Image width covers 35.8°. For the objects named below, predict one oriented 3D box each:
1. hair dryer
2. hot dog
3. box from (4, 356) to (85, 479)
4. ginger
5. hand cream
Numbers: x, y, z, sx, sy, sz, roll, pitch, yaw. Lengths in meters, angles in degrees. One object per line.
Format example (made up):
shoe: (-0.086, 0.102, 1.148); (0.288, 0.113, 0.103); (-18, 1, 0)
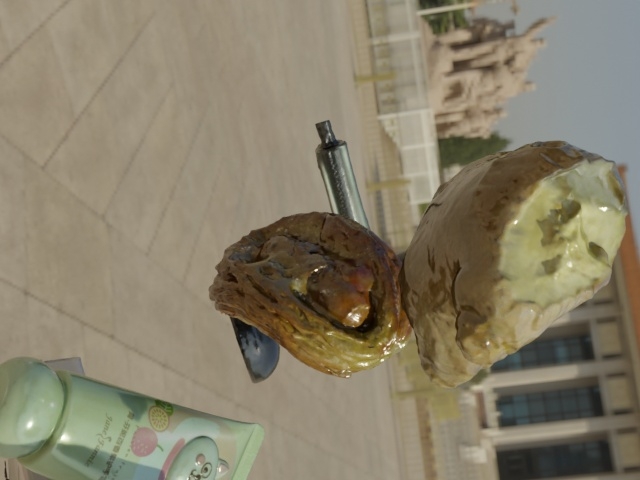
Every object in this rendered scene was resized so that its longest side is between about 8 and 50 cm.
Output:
hair dryer: (-0.017, 0.004, 1.400); (0.284, 0.320, 0.156); (63, -6, -3)
hot dog: (-0.013, 0.048, 1.099); (0.259, 0.175, 0.114); (22, -43, 46)
box: (-0.302, 0.294, 1.147); (0.251, 0.106, 0.203); (-122, -146, -46)
ginger: (0.145, 0.028, 0.821); (0.221, 0.130, 0.275); (-76, -172, -50)
hand cream: (-0.191, 0.205, 0.972); (0.306, 0.093, 0.147); (32, 73, -37)
